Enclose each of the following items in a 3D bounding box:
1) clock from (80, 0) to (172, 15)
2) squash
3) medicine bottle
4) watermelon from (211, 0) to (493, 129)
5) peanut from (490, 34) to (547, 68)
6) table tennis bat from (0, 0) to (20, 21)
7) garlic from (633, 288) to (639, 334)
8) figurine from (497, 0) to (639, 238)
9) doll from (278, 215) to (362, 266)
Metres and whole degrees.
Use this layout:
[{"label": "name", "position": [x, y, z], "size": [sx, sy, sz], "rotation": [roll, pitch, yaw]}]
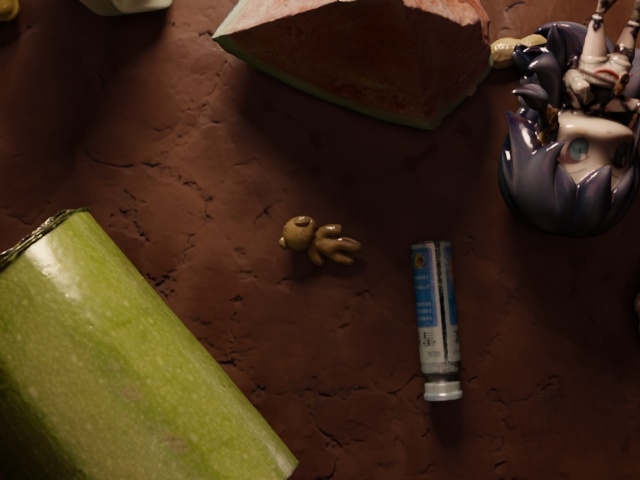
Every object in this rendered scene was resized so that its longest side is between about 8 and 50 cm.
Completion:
[{"label": "clock", "position": [-0.242, -0.402, 1.251], "size": [0.108, 0.324, 0.265], "rotation": [-5, 90, 2]}, {"label": "squash", "position": [-0.244, 0.182, 1.267], "size": [0.263, 0.263, 0.384], "rotation": [-40, 88, 1]}, {"label": "medicine bottle", "position": [0.139, 0.095, 1.360], "size": [0.051, 0.051, 0.191], "rotation": [-4, 89, 2]}, {"label": "watermelon", "position": [0.039, -0.233, 1.286], "size": [0.283, 0.292, 0.250], "rotation": [45, 120, 2]}, {"label": "peanut", "position": [0.238, -0.228, 1.373], "size": [0.083, 0.037, 0.037], "rotation": [-8, 88, -2]}, {"label": "table tennis bat", "position": [-0.407, -0.425, 1.402], "size": [0.198, 0.050, 0.321], "rotation": [-5, 84, 0]}, {"label": "garlic", "position": [0.443, 0.074, 1.323], "size": [0.147, 0.102, 0.159], "rotation": [41, 90, 4]}, {"label": "figurine", "position": [0.290, -0.136, 1.287], "size": [0.175, 0.197, 0.265], "rotation": [16, 86, 2]}, {"label": "doll", "position": [-0.001, 0.004, 1.368], "size": [0.093, 0.051, 0.061], "rotation": [31, 118, 6]}]
